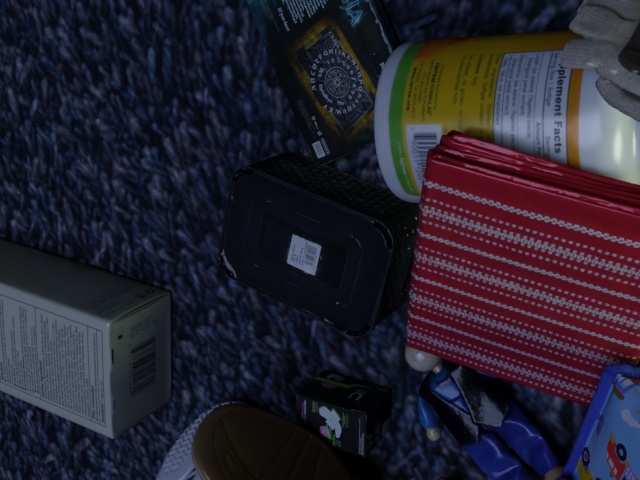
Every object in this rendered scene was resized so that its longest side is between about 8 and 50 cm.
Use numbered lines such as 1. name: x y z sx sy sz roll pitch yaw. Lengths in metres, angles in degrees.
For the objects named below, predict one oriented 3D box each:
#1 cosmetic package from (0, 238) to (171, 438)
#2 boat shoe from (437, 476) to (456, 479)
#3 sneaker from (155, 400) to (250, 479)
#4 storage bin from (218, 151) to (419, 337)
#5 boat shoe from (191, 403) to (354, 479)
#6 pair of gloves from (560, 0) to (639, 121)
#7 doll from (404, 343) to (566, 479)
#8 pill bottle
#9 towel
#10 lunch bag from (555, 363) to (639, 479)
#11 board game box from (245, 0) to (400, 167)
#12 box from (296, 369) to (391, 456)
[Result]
1. cosmetic package: -0.341 0.112 1.053 0.309 0.113 0.160 16 114 27
2. boat shoe: 0.158 0.305 0.856 0.049 0.056 0.152 -14 108 29
3. sneaker: -0.097 0.382 0.989 0.137 0.210 0.365 -1 71 31
4. storage bin: 0.000 0.000 0.827 0.180 0.084 0.122 24 117 23
5. boat shoe: -0.006 0.302 0.884 0.342 0.123 0.123 37 143 -12
6. pair of gloves: 0.287 -0.162 0.549 0.204 0.042 0.240 23 73 25
7. doll: 0.155 0.163 0.811 0.189 0.046 0.129 47 113 12
8. pill bottle: 0.178 -0.093 0.656 0.246 0.136 0.136 4 108 30
9. towel: 0.171 0.037 0.679 0.199 0.031 0.275 18 145 14
10. lunch bag: 0.280 0.275 0.683 0.221 0.138 0.293 -115 33 -46
11. board game box: 0.013 -0.177 0.794 0.126 0.026 0.186 -20 95 34
12. box: 0.024 0.180 0.885 0.083 0.062 0.052 12 113 27
